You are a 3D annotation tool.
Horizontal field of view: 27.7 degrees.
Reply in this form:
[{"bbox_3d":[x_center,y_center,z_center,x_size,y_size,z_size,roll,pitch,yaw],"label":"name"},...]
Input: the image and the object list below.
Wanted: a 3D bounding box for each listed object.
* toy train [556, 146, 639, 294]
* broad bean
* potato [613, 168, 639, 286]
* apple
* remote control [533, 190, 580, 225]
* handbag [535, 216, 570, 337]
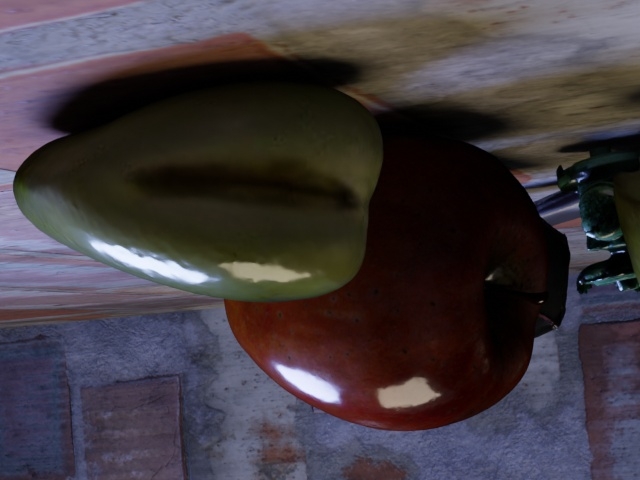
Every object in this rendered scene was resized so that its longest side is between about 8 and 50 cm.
[{"bbox_3d":[0.324,-0.025,1.086,0.202,0.120,0.301,-12,172,30],"label":"toy train"},{"bbox_3d":[-0.080,-0.021,0.764,0.189,0.121,0.263,4,173,-35],"label":"broad bean"},{"bbox_3d":[0.356,0.043,0.854,0.269,0.255,0.112,-17,-148,12],"label":"potato"},{"bbox_3d":[0.051,0.027,0.917,0.234,0.234,0.234,-4,175,0],"label":"apple"},{"bbox_3d":[0.203,-0.015,1.293,0.212,0.028,0.059,-25,156,27],"label":"remote control"},{"bbox_3d":[0.088,0.016,1.124,0.215,0.155,0.169,-6,161,31],"label":"handbag"}]
